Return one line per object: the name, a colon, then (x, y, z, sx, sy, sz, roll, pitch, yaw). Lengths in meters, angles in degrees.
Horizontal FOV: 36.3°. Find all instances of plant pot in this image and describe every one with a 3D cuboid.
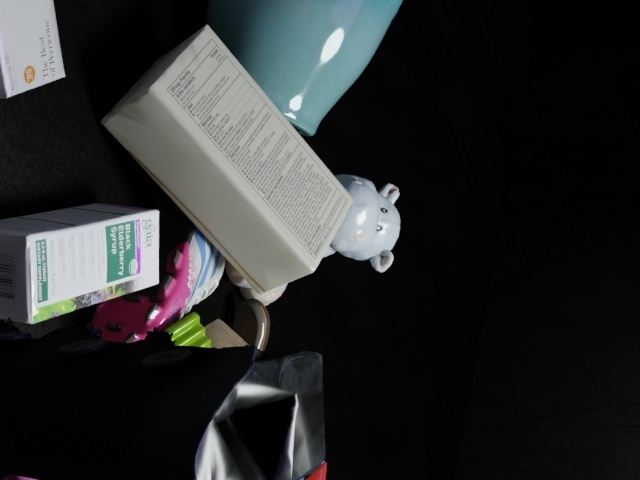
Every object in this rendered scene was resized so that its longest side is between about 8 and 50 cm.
plant pot: (-0.046, -0.296, 1.373, 0.255, 0.271, 0.271, -66, 155, 0)

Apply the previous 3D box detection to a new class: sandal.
sandal: (-0.126, 0.199, 1.516, 0.060, 0.090, 0.219, 5, 95, -48)

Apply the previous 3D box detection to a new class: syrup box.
syrup box: (-0.282, 0.019, 1.095, 0.237, 0.096, 0.093, -18, 112, -63)

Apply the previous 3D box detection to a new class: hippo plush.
hippo plush: (0.000, 0.000, 1.552, 0.294, 0.236, 0.234, 43, 57, -61)

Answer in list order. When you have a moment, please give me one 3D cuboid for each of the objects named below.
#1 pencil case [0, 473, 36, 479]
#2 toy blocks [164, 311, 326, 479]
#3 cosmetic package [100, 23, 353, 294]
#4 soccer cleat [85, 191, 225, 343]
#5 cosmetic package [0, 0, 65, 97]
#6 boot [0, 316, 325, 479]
pencil case: (-0.274, 0.335, 1.109, 0.386, 0.167, 0.160, 52, 52, -59)
toy blocks: (-0.093, 0.293, 1.272, 0.190, 0.261, 0.381, -33, 151, -36)
cosmetic package: (-0.111, -0.100, 1.256, 0.309, 0.113, 0.160, 49, 43, -18)
soccer cleat: (-0.189, 0.056, 1.284, 0.143, 0.116, 0.331, 62, 40, -44)
cosmetic package: (-0.322, -0.270, 0.971, 0.099, 0.060, 0.239, -41, 133, -56)
boot: (-0.260, 0.152, 0.745, 0.367, 0.445, 0.146, -32, 125, -61)
